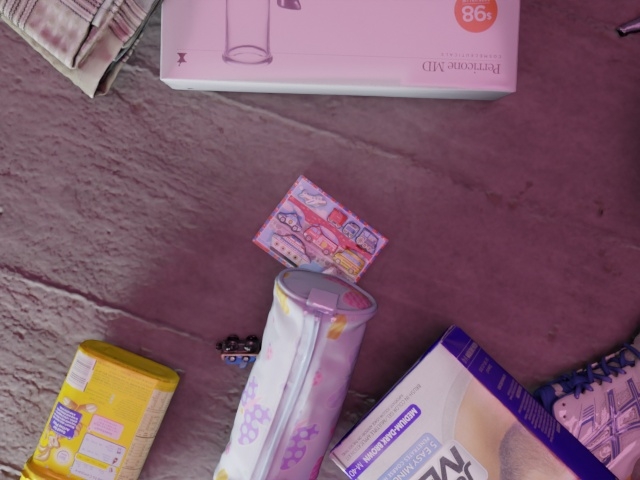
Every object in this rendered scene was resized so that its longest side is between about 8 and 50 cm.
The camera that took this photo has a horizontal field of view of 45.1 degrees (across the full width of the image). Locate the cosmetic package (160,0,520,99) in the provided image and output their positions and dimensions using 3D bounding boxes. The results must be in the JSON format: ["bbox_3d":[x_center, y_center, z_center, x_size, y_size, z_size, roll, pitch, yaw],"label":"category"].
[{"bbox_3d":[0.023,-0.302,0.833,0.377,0.097,0.284,1,96,-2],"label":"cosmetic package"}]

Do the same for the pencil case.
[{"bbox_3d":[-0.030,0.166,0.829,0.114,0.124,0.273,23,105,18],"label":"pencil case"}]

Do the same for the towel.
[{"bbox_3d":[-0.260,-0.358,0.780,0.324,0.056,0.312,39,103,9],"label":"towel"}]

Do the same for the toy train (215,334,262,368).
[{"bbox_3d":[-0.042,0.131,0.897,0.158,0.027,0.036,2,105,-3],"label":"toy train"}]

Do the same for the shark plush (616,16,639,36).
[{"bbox_3d":[0.417,-0.284,0.886,0.161,0.073,0.067,-37,75,21],"label":"shark plush"}]

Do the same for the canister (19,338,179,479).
[{"bbox_3d":[-0.245,0.212,0.872,0.126,0.073,0.169,23,92,-4],"label":"canister"}]

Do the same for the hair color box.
[{"bbox_3d":[0.197,0.277,0.816,0.339,0.110,0.185,43,106,10],"label":"hair color box"}]

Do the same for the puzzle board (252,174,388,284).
[{"bbox_3d":[0.000,0.000,0.896,0.128,0.011,0.096,37,92,-4],"label":"puzzle board"}]

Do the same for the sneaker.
[{"bbox_3d":[0.318,0.186,0.872,0.131,0.112,0.296,34,92,-4],"label":"sneaker"}]
